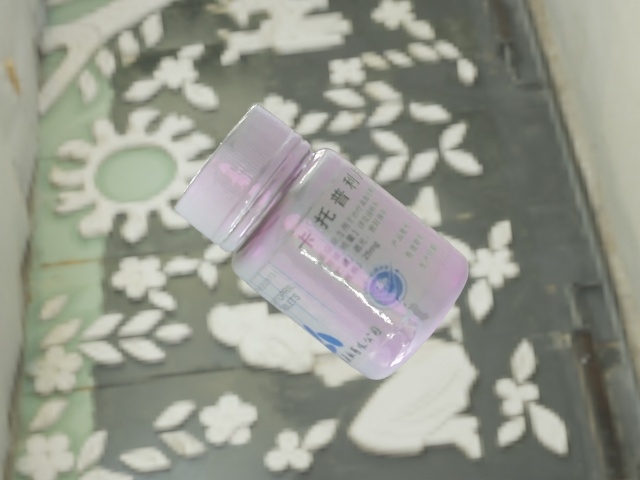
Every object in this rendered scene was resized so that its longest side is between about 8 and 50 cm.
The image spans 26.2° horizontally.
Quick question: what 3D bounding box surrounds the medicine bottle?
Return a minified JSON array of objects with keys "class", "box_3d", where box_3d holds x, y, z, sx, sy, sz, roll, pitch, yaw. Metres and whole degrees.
[{"class":"medicine bottle","box_3d":[0.000,0.000,1.277,0.152,0.254,0.152,-51,5,6]}]
